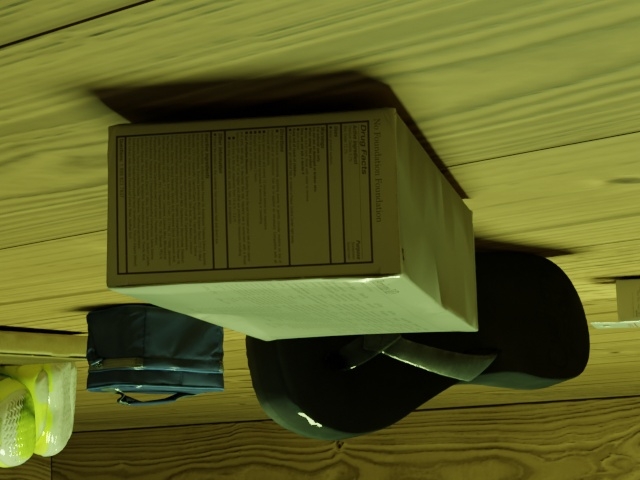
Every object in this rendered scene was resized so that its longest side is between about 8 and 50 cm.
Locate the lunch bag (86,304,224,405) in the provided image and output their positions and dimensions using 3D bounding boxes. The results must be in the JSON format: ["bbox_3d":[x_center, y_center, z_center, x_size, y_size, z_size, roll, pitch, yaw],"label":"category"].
[{"bbox_3d":[-0.114,0.080,1.244,0.098,0.065,0.067,4,171,-37],"label":"lunch bag"}]

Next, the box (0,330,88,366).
[{"bbox_3d":[-0.298,0.082,1.383,0.164,0.021,0.201,-5,172,33],"label":"box"}]

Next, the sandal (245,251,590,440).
[{"bbox_3d":[0.059,0.037,0.919,0.054,0.097,0.254,-25,168,41],"label":"sandal"}]

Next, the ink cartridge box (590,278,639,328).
[{"bbox_3d":[0.212,0.039,1.142,0.083,0.028,0.048,-4,172,13],"label":"ink cartridge box"}]

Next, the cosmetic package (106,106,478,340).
[{"bbox_3d":[0.000,0.000,0.695,0.099,0.060,0.239,-1,173,10],"label":"cosmetic package"}]

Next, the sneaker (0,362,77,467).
[{"bbox_3d":[-0.283,0.136,1.537,0.126,0.091,0.240,4,179,5],"label":"sneaker"}]
